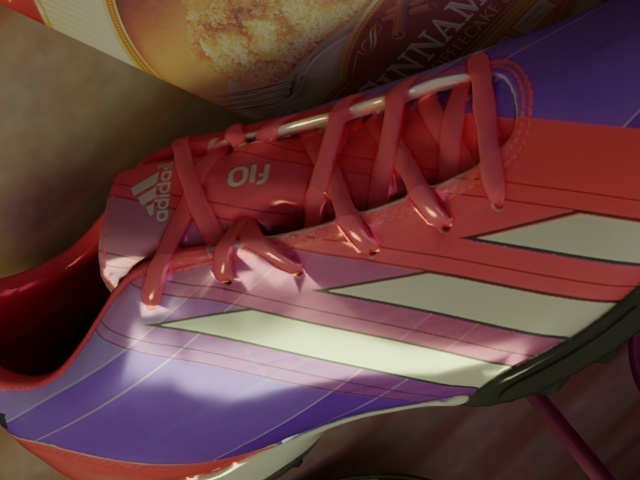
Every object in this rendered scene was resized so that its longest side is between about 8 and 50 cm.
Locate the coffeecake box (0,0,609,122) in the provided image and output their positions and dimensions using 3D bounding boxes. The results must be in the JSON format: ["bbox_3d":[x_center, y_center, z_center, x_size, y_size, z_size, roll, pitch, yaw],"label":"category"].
[{"bbox_3d":[0.001,-0.109,0.409,0.185,0.068,0.142,23,133,-26],"label":"coffeecake box"}]

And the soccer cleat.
[{"bbox_3d":[0.000,0.000,0.408,0.318,0.108,0.116,-30,126,33],"label":"soccer cleat"}]

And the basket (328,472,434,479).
[{"bbox_3d":[0.023,0.245,0.564,0.204,0.154,0.227,-30,123,-3],"label":"basket"}]

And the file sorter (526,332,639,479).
[{"bbox_3d":[0.251,0.030,0.514,0.290,0.202,0.182,9,113,-22],"label":"file sorter"}]
